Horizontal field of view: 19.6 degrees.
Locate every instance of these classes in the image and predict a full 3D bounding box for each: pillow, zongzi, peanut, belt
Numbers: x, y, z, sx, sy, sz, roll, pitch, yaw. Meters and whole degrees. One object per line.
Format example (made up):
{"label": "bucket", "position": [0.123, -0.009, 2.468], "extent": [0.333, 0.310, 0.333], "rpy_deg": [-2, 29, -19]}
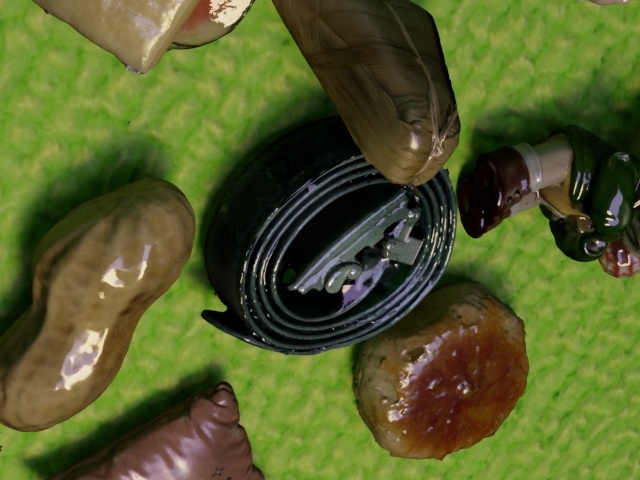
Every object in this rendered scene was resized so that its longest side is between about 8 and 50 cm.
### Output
{"label": "pillow", "position": [-0.154, 0.270, 1.852], "extent": [0.223, 0.084, 0.236], "rpy_deg": [-28, 127, -10]}
{"label": "zongzi", "position": [0.029, -0.153, 1.634], "extent": [0.197, 0.194, 0.099], "rpy_deg": [22, 129, -35]}
{"label": "peanut", "position": [-0.215, 0.059, 1.663], "extent": [0.125, 0.111, 0.274], "rpy_deg": [24, 105, -34]}
{"label": "belt", "position": [0.000, 0.000, 1.751], "extent": [0.267, 0.116, 0.206], "rpy_deg": [-32, 127, -13]}

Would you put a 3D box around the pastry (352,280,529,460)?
{"label": "pastry", "position": [0.128, 0.137, 1.929], "extent": [0.192, 0.093, 0.182], "rpy_deg": [-22, 125, -17]}

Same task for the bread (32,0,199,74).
{"label": "bread", "position": [-0.147, -0.239, 1.513], "extent": [0.139, 0.060, 0.178], "rpy_deg": [30, 110, -13]}

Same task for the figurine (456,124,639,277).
{"label": "figurine", "position": [0.326, -0.056, 1.886], "extent": [0.370, 0.167, 0.281], "rpy_deg": [-4, 155, -18]}

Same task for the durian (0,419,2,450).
{"label": "durian", "position": [-0.404, 0.168, 1.534], "extent": [0.291, 0.291, 0.225], "rpy_deg": [11, 126, -35]}

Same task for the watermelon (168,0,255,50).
{"label": "watermelon", "position": [-0.101, -0.268, 1.563], "extent": [0.119, 0.063, 0.245], "rpy_deg": [-5, 123, -13]}

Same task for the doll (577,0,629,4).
{"label": "doll", "position": [0.270, -0.257, 1.767], "extent": [0.127, 0.084, 0.073], "rpy_deg": [5, 115, -41]}
